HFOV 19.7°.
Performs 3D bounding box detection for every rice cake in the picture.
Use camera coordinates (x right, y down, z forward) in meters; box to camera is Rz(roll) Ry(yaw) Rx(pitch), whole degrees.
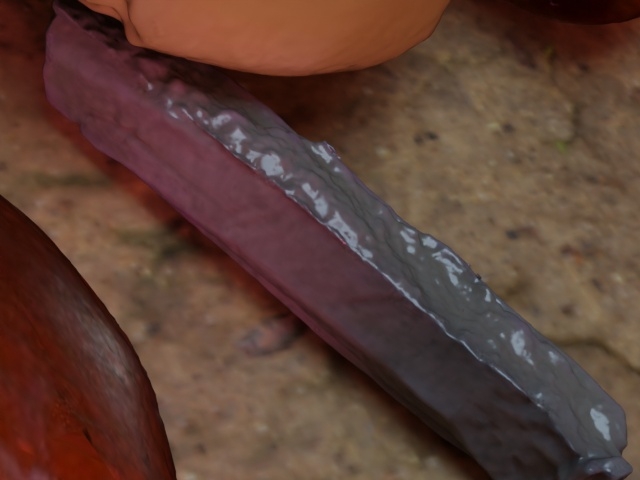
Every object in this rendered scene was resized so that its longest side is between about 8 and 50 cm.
[{"bbox_3d":[0.000,0.000,0.657,0.270,0.055,0.049,39,37,9],"label":"rice cake"}]

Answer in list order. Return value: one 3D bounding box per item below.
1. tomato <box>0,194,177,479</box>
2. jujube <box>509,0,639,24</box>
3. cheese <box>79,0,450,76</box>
[{"bbox_3d":[-0.115,0.094,0.440,0.155,0.214,0.181,38,31,-17],"label":"tomato"},{"bbox_3d":[0.135,-0.214,0.817,0.190,0.190,0.255,24,66,-5],"label":"jujube"},{"bbox_3d":[-0.041,-0.148,0.683,0.214,0.117,0.226,45,36,21],"label":"cheese"}]
